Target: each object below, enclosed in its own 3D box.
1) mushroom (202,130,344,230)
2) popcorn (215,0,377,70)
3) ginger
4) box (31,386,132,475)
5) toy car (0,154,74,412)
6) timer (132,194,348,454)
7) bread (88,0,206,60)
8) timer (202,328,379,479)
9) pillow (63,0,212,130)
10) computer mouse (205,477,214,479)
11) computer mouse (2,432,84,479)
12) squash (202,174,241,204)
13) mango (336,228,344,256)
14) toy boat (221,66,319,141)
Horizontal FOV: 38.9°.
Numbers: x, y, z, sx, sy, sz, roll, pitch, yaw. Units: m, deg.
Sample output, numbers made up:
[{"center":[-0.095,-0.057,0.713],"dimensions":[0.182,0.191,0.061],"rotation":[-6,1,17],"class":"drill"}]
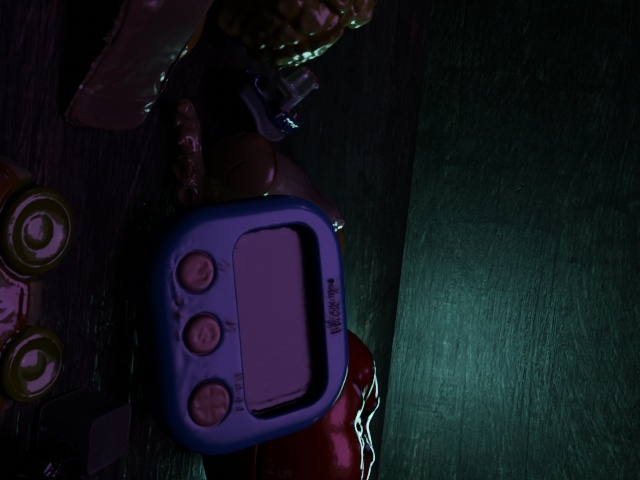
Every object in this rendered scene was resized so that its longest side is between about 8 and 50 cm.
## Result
[{"center":[-0.073,-0.073,1.525],"dimensions":[0.137,0.154,0.407],"rotation":[-39,165,9],"class":"mushroom"},{"center":[-0.042,-0.366,1.354],"dimensions":[0.195,0.255,0.256],"rotation":[57,-8,-9],"class":"popcorn"},{"center":[-0.189,-0.117,1.265],"dimensions":[0.069,0.051,0.173],"rotation":[-64,152,-65],"class":"ginger"},{"center":[-0.274,0.225,1.058],"dimensions":[0.122,0.069,0.084],"rotation":[-14,112,-75],"class":"box"},{"center":[-0.325,0.039,0.705],"dimensions":[0.235,0.145,0.235],"rotation":[-22,118,-50],"class":"toy car"},{"center":[-0.106,0.112,1.261],"dimensions":[0.309,0.115,0.340],"rotation":[-10,100,-34],"class":"timer"},{"center":[-0.195,-0.297,1.054],"dimensions":[0.217,0.098,0.147],"rotation":[51,44,-71],"class":"bread"},{"center":[-0.047,0.319,1.560],"dimensions":[0.378,0.279,0.378],"rotation":[5,90,-77],"class":"timer"},{"center":[-0.199,-0.208,1.005],"dimensions":[0.211,0.034,0.135],"rotation":[-54,161,18],"class":"pillow"},{"center":[-0.215,0.488,1.382],"dimensions":[0.147,0.088,0.264],"rotation":[-117,-147,-87],"class":"computer mouse"},{"center":[-0.313,0.314,0.941],"dimensions":[0.146,0.077,0.242],"rotation":[48,54,-71],"class":"computer mouse"},{"center":[-0.142,0.069,1.381],"dimensions":[0.203,0.111,0.289],"rotation":[48,53,-74],"class":"squash"},{"center":[0.003,-0.001,1.970],"dimensions":[0.115,0.089,0.165],"rotation":[-41,134,-55],"class":"mango"},{"center":[-0.073,-0.232,1.450],"dimensions":[0.115,0.114,0.262],"rotation":[-43,172,18],"class":"toy boat"}]
